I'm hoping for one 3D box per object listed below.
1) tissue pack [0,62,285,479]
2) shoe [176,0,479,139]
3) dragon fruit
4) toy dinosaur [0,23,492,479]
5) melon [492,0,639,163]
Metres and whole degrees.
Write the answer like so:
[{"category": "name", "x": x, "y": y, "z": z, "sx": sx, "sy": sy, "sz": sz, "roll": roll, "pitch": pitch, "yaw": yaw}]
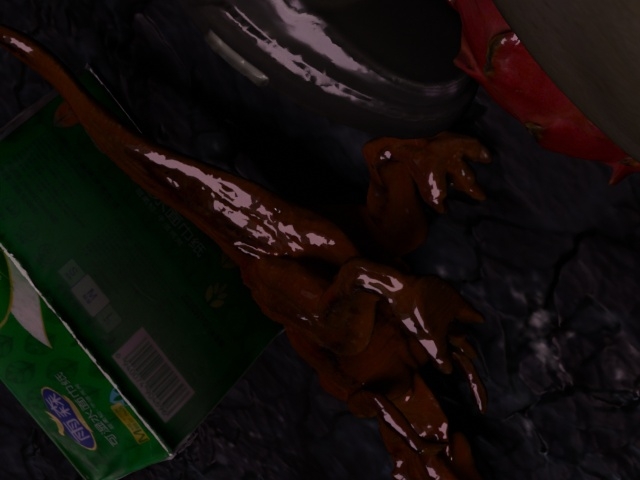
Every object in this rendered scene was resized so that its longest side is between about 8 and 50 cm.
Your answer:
[{"category": "tissue pack", "x": -0.155, "y": 0.031, "z": 0.973, "sx": 0.209, "sy": 0.148, "sz": 0.156, "roll": 51, "pitch": 137, "yaw": -10}, {"category": "shoe", "x": -0.022, "y": -0.182, "z": 0.712, "sx": 0.293, "sy": 0.109, "sz": 0.149, "roll": 44, "pitch": 145, "yaw": 5}, {"category": "dragon fruit", "x": 0.121, "y": -0.099, "z": 0.670, "sx": 0.166, "sy": 0.133, "sz": 0.136, "roll": 25, "pitch": 107, "yaw": 12}, {"category": "toy dinosaur", "x": 0.000, "y": 0.000, "z": 0.870, "sx": 0.432, "sy": 0.097, "sz": 0.208, "roll": 53, "pitch": 144, "yaw": -11}, {"category": "melon", "x": 0.156, "y": -0.162, "z": 0.469, "sx": 0.268, "sy": 0.268, "sz": 0.330, "roll": -10, "pitch": 105, "yaw": 43}]
